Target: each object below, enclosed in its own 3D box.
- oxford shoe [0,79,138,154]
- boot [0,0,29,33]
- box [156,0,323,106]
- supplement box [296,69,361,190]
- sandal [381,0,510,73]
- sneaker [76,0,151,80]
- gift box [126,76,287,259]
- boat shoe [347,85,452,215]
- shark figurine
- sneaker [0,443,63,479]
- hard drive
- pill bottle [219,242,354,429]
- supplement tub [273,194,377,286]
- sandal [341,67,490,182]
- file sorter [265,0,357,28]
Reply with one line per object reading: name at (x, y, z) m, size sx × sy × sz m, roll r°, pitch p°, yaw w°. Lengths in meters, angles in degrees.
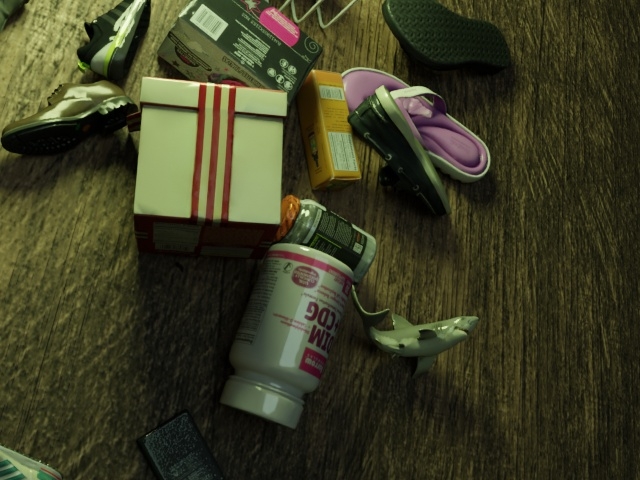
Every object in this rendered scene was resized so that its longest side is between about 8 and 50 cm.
oxford shoe at (-0.426, -0.206, 1.199) m, size 0.227 × 0.082 × 0.096 m, roll -29°, pitch 73°, yaw -36°
boot at (-0.587, -0.381, 1.162) m, size 0.190 × 0.076 × 0.208 m, roll 35°, pitch 66°, yaw -15°
box at (-0.152, -0.354, 1.365) m, size 0.247 × 0.142 × 0.163 m, roll 36°, pitch 60°, yaw -15°
supplement box at (0.013, -0.219, 1.459) m, size 0.080 × 0.078 × 0.233 m, roll 1°, pitch 74°, yaw -34°
sandal at (0.287, -0.456, 1.701) m, size 0.446 × 0.107 × 0.167 m, roll 2°, pitch 72°, yaw -44°
sneaker at (-0.365, -0.383, 1.279) m, size 0.097 × 0.084 × 0.234 m, roll 15°, pitch 56°, yaw -5°
gift box at (-0.197, -0.118, 1.202) m, size 0.255 × 0.276 × 0.258 m, roll 6°, pitch 74°, yaw -16°
boat shoe at (0.163, -0.158, 1.497) m, size 0.340 × 0.113 × 0.127 m, roll 50°, pitch 17°, yaw -41°
shark figurine at (0.149, 0.169, 1.401) m, size 0.278 × 0.166 × 0.116 m, roll 14°, pitch 33°, yaw -30°
sneaker at (-0.446, 0.331, 1.009) m, size 0.161 × 0.057 × 0.075 m, roll 32°, pitch 55°, yaw -22°
hard drive at (-0.221, 0.352, 1.159) m, size 0.094 × 0.022 × 0.135 m, roll -28°, pitch 90°, yaw -35°
pill bottle at (-0.058, 0.161, 1.227) m, size 0.160 × 0.160 × 0.282 m, roll 26°, pitch 73°, yaw -22°
supplement tub at (0.000, 0.000, 1.353) m, size 0.190 × 0.117 × 0.116 m, roll 31°, pitch 61°, yaw -20°
sandal at (0.221, -0.269, 1.585) m, size 0.417 × 0.102 × 0.169 m, roll 23°, pitch 63°, yaw -23°
file sorter at (-0.075, -0.551, 1.448) m, size 0.278 × 0.193 × 0.172 m, roll 0°, pitch 77°, yaw -31°
